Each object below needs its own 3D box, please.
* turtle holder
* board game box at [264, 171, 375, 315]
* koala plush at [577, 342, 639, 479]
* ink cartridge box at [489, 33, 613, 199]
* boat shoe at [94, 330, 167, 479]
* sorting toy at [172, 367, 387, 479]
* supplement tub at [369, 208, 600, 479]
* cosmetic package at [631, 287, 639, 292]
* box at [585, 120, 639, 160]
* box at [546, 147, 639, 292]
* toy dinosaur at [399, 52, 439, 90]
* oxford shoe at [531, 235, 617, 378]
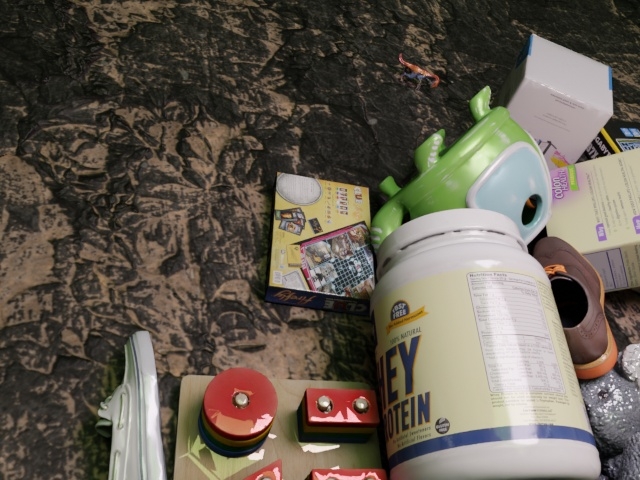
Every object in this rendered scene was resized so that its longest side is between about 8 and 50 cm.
[{"bbox_3d":[0.230,-0.063,1.024,0.227,0.243,0.320,48,46,0],"label":"turtle holder"},{"bbox_3d":[0.000,0.000,1.027,0.164,0.042,0.243,9,48,-9],"label":"board game box"},{"bbox_3d":[0.388,0.260,0.836,0.203,0.196,0.221,16,45,-24],"label":"koala plush"},{"bbox_3d":[0.416,-0.228,1.226,0.168,0.233,0.171,23,47,0],"label":"ink cartridge box"},{"bbox_3d":[-0.225,0.205,0.748,0.075,0.083,0.226,-6,48,-15],"label":"boat shoe"},{"bbox_3d":[-0.041,0.268,0.749,0.255,0.089,0.257,5,49,-13],"label":"sorting toy"},{"bbox_3d":[0.186,0.149,0.800,0.235,0.235,0.325,4,58,-14],"label":"supplement tub"},{"bbox_3d":[0.732,0.063,1.155,0.309,0.113,0.160,23,47,1],"label":"cosmetic package"},{"bbox_3d":[0.753,-0.140,1.363,0.321,0.079,0.257,-1,49,-18],"label":"box"},{"bbox_3d":[0.512,-0.035,1.085,0.242,0.117,0.214,-13,43,23],"label":"box"},{"bbox_3d":[0.215,-0.360,1.394,0.082,0.090,0.047,6,57,31],"label":"toy dinosaur"},{"bbox_3d":[0.350,0.064,0.914,0.096,0.098,0.271,-24,30,18],"label":"oxford shoe"}]
